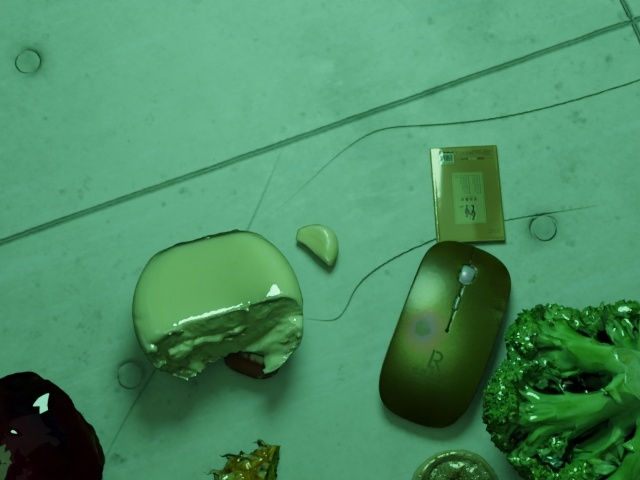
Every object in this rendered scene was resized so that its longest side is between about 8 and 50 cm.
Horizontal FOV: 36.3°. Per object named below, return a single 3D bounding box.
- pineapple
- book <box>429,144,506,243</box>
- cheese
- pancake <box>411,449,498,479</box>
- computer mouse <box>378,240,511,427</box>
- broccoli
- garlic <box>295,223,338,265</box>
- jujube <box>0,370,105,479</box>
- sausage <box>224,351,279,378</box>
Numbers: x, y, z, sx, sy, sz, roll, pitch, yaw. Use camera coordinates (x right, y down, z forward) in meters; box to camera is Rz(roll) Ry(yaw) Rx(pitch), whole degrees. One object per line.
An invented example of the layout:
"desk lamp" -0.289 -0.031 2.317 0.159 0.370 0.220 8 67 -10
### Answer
"pineapple" -0.157 0.418 1.504 0.164 0.140 0.249 20 81 7
"book" 0.251 -0.079 1.671 0.118 0.012 0.172 -2 77 0
"cheese" -0.163 0.103 1.546 0.266 0.127 0.233 -15 54 -6
"pancake" 0.218 0.408 1.555 0.152 0.025 0.151 0 76 1
"computer mouse" 0.203 0.148 1.592 0.158 0.072 0.310 22 78 4
"broccoli" 0.411 0.255 1.446 0.321 0.310 0.413 6 50 30
"garlic" 0.000 0.000 1.644 0.083 0.041 0.053 34 93 16
"jujube" -0.484 0.382 1.471 0.258 0.258 0.376 31 86 7
"sausage" -0.110 0.193 1.592 0.094 0.059 0.054 16 121 7
